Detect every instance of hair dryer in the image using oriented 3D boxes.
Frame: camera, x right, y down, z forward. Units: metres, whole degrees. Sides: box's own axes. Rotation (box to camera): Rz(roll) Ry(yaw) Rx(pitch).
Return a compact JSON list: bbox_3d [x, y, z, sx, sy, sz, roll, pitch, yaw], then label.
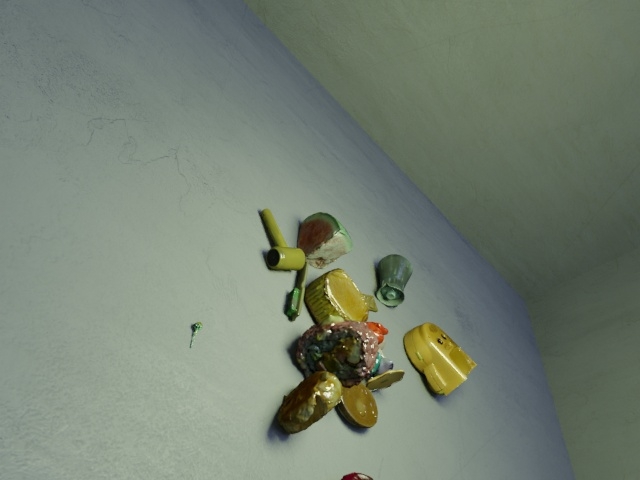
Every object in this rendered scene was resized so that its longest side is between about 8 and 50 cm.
[{"bbox_3d":[-0.173,-0.007,1.879,0.135,0.090,0.278,6,49,-50],"label":"hair dryer"}]

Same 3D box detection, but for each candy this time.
[{"bbox_3d":[-0.357,0.271,1.393,0.023,0.025,0.083,15,51,-9],"label":"candy"}]

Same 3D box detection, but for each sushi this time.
[{"bbox_3d":[0.063,0.363,1.646,0.171,0.270,0.236,-23,92,-63],"label":"sushi"}]

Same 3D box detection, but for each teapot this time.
[{"bbox_3d":[0.352,0.202,2.346,0.225,0.171,0.203,-71,151,-47],"label":"teapot"}]

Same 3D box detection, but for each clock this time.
[{"bbox_3d":[0.534,0.529,2.248,0.317,0.200,0.244,54,26,15],"label":"clock"}]

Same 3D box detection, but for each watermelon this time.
[{"bbox_3d":[0.000,0.000,2.004,0.193,0.310,0.231,16,86,-48],"label":"watermelon"}]

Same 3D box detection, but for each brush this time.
[{"bbox_3d":[-0.086,0.180,1.831,0.048,0.054,0.282,33,36,-18],"label":"brush"}]

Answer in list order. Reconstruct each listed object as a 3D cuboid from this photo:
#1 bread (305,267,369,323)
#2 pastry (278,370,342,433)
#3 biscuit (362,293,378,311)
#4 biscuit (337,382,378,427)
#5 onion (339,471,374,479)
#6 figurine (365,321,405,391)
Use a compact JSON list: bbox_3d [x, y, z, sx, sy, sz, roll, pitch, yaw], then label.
[{"bbox_3d":[0.065,0.245,1.897,0.253,0.142,0.227,60,29,2],"label":"bread"},{"bbox_3d":[-0.032,0.487,1.479,0.100,0.218,0.229,50,-5,-3],"label":"pastry"},{"bbox_3d":[0.224,0.282,2.204,0.083,0.018,0.081,18,45,-47],"label":"biscuit"},{"bbox_3d":[0.122,0.574,1.736,0.208,0.049,0.181,51,30,-7],"label":"biscuit"},{"bbox_3d":[0.104,0.743,1.414,0.135,0.198,0.173,27,32,12],"label":"onion"},{"bbox_3d":[0.202,0.426,1.884,0.208,0.181,0.257,-4,52,-24],"label":"figurine"}]
